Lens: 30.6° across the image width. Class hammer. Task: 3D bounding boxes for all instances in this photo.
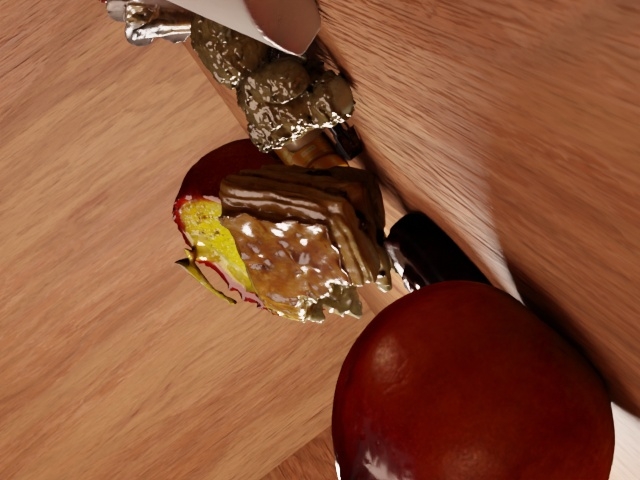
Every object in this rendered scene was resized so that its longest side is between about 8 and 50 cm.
[{"bbox_3d":[-0.024,-0.252,1.920,0.290,0.037,0.137,53,177,-12],"label":"hammer"}]

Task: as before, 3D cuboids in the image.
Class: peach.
[{"bbox_3d":[0.186,0.256,1.537,0.388,0.388,0.388,53,176,5],"label":"peach"},{"bbox_3d":[-0.093,-0.037,2.435,0.406,0.310,0.335,29,137,7],"label":"peach"}]

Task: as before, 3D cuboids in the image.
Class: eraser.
[{"bbox_3d":[-0.143,-0.341,1.514,0.270,0.095,0.174,30,176,35],"label":"eraser"}]

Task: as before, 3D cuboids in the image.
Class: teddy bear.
[{"bbox_3d":[-0.084,-0.259,1.721,0.256,0.156,0.267,55,177,-12],"label":"teddy bear"}]

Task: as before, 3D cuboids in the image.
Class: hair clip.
[{"bbox_3d":[-0.205,-0.345,1.833,0.146,0.257,0.075,106,159,-48],"label":"hair clip"}]

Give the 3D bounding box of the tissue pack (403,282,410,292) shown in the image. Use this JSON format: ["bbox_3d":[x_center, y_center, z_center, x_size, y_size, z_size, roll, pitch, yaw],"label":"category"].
[{"bbox_3d":[0.213,0.104,2.233,0.112,0.051,0.156,51,176,7],"label":"tissue pack"}]

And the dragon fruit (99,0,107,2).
[{"bbox_3d":[-0.235,-0.460,1.887,0.211,0.262,0.134,32,132,3],"label":"dragon fruit"}]

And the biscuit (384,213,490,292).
[{"bbox_3d":[0.237,0.135,1.922,0.407,0.091,0.407,52,177,4],"label":"biscuit"}]

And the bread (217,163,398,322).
[{"bbox_3d":[0.000,0.000,2.108,0.314,0.191,0.370,9,142,30],"label":"bread"}]

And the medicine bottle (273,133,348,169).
[{"bbox_3d":[-0.035,-0.181,2.286,0.192,0.096,0.096,52,177,23],"label":"medicine bottle"}]

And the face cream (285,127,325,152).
[{"bbox_3d":[-0.120,-0.318,2.069,0.348,0.081,0.173,54,-166,-6],"label":"face cream"}]
